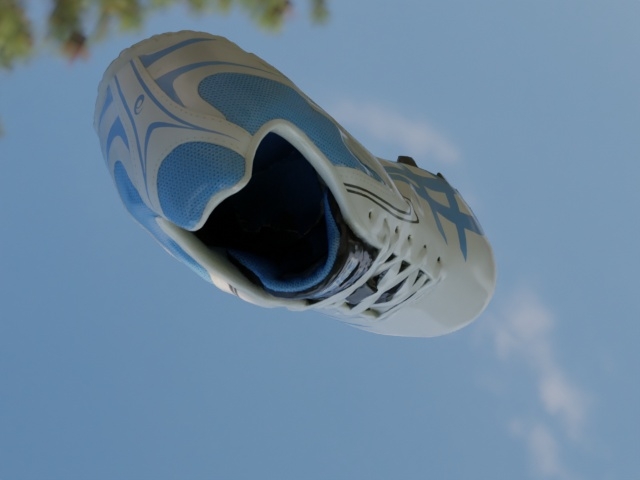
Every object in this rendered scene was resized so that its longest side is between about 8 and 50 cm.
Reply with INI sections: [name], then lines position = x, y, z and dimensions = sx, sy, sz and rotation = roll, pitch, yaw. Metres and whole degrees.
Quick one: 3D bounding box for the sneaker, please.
[sneaker]
position = 0.000, 0.000, 0.755
dimensions = 0.237, 0.085, 0.086
rotation = 31, -150, -52
